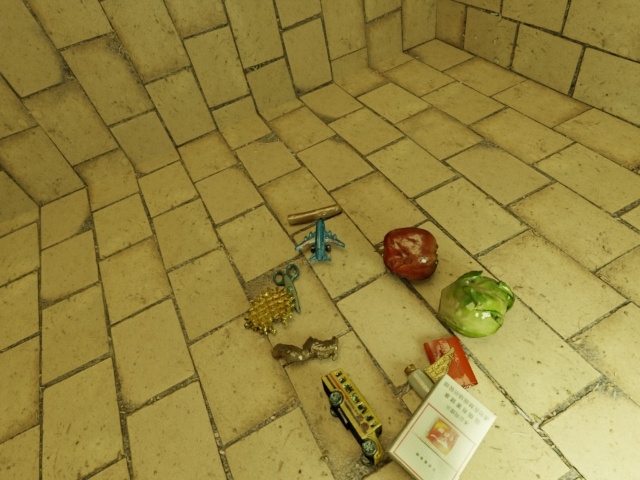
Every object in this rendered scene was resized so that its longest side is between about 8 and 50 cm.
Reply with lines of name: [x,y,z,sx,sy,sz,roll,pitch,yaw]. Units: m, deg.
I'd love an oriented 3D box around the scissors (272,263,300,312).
scissors: [-0.141,0.230,1.932,0.138,0.041,0.289,-24,47,-1]

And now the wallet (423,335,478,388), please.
wallet: [0.495,0.471,1.560,0.142,0.045,0.204,-14,47,2]

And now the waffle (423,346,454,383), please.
waffle: [0.471,0.475,1.516,0.153,0.023,0.097,-35,48,-8]

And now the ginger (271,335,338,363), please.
ginger: [-0.067,0.451,1.685,0.290,0.084,0.122,-8,54,7]

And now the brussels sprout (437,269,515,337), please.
brussels sprout: [0.614,0.253,1.614,0.295,0.227,0.259,-3,33,21]

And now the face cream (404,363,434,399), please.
face cream: [0.385,0.544,1.516,0.072,0.051,0.182,-34,50,-9]

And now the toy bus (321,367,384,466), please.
toy bus: [0.123,0.627,1.462,0.123,0.121,0.335,-25,47,-19]

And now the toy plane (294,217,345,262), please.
toy plane: [0.000,0.000,2.064,0.254,0.105,0.271,-4,47,9]

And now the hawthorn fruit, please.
hawthorn fruit: [0.405,0.054,1.833,0.262,0.258,0.258,15,48,-11]

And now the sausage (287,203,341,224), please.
sausage: [-0.032,-0.142,2.231,0.301,0.065,0.065,-14,47,4]

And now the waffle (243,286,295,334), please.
waffle: [-0.230,0.315,1.853,0.229,0.051,0.231,2,57,26]

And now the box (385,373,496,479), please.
box: [0.400,0.646,1.353,0.210,0.095,0.330,39,67,17]
